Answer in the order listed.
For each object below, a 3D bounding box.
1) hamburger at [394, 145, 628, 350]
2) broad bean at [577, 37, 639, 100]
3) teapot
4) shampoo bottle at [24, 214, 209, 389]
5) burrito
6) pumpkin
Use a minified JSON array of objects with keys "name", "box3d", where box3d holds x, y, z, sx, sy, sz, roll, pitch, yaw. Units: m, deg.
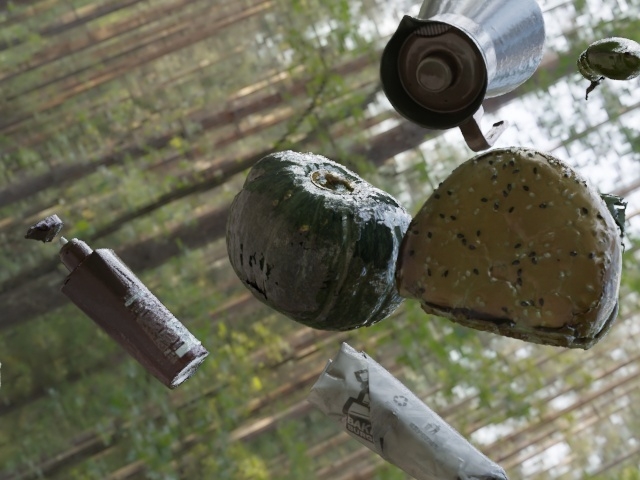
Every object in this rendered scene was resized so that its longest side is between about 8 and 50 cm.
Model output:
[{"name":"hamburger","box3d":[0.283,0.012,1.806,0.195,0.318,0.276,44,57,-64]},{"name":"broad bean","box3d":[0.411,-0.255,1.787,0.075,0.067,0.325,49,5,-2]},{"name":"teapot","box3d":[0.266,-0.327,2.286,0.253,0.344,0.300,-19,-76,32]},{"name":"shampoo bottle","box3d":[-0.227,0.063,1.372,0.236,0.067,0.068,44,10,12]},{"name":"burrito","box3d":[0.073,0.165,1.049,0.203,0.064,0.064,38,-25,20]},{"name":"pumpkin","box3d":[0.000,0.000,2.031,0.327,0.291,0.257,54,-50,52]}]
